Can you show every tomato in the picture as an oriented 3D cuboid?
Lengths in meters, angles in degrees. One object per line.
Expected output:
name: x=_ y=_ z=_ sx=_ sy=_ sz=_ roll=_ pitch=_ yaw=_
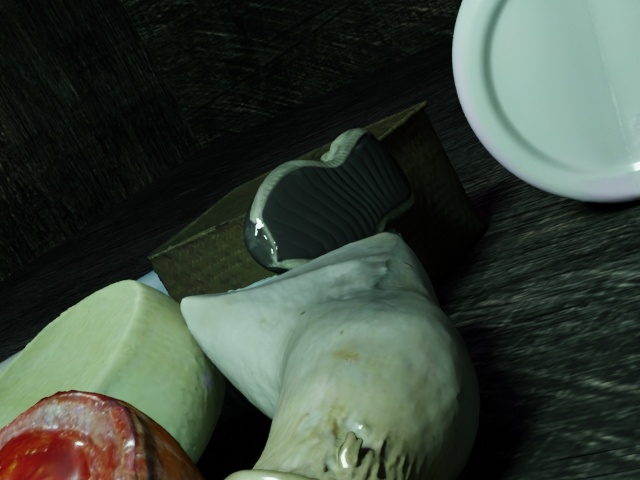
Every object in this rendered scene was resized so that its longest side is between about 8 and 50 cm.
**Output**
tomato: x=-0.116 y=0.200 z=0.804 sx=0.200 sy=0.139 sz=0.233 roll=-31 pitch=41 yaw=38

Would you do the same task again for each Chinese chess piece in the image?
Chinese chess piece: x=-0.184 y=0.146 z=1.184 sx=0.250 sy=0.101 sz=0.250 roll=-38 pitch=21 yaw=18

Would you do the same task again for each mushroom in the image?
mushroom: x=0.014 y=0.096 z=0.970 sx=0.177 sy=0.126 sz=0.397 roll=-13 pitch=14 yaw=-5

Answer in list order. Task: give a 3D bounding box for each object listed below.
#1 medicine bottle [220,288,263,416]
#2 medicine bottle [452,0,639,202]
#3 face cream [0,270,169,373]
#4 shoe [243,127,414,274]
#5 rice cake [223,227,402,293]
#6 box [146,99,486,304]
medicine bottle: x=-0.049 y=0.090 z=1.270 sx=0.105 sy=0.105 sz=0.168 roll=-35 pitch=12 yaw=-33
medicine bottle: x=0.252 y=-0.179 z=1.365 sx=0.252 sy=0.253 sz=0.241 roll=-25 pitch=10 yaw=19
face cream: x=-0.251 y=0.113 z=1.799 sx=0.250 sy=0.077 sz=0.077 roll=-31 pitch=10 yaw=-15
shoe: x=-0.009 y=-0.012 z=1.263 sx=0.112 sy=0.099 sz=0.227 roll=-37 pitch=0 yaw=34
rice cake: x=-0.003 y=0.058 z=1.375 sx=0.226 sy=0.085 sz=0.040 roll=-20 pitch=6 yaw=42
box: x=-0.001 y=-0.002 z=1.503 sx=0.273 sy=0.143 sz=0.184 roll=-23 pitch=12 yaw=35
